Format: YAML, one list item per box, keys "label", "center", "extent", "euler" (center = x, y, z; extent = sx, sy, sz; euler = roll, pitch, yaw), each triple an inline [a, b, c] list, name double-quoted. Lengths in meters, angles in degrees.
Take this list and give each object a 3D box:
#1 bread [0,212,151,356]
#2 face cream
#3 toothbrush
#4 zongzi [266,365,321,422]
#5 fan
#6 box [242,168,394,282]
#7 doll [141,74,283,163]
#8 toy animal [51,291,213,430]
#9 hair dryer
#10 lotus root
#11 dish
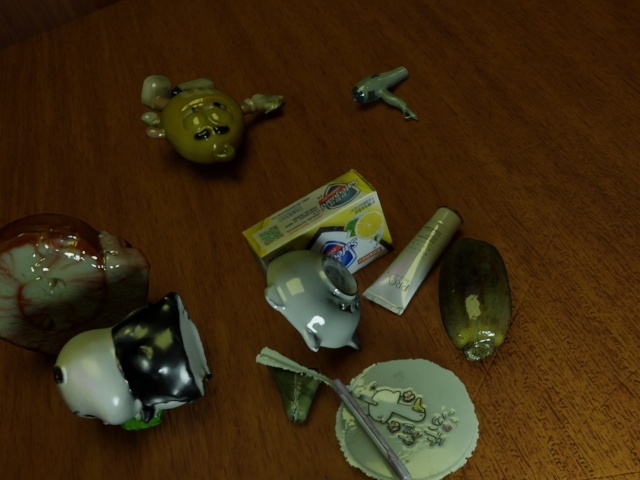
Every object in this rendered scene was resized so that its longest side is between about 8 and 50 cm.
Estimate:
- label: "bread"
  center: [-0.522, 0.097, 1.606]
  extent: [0.295, 0.328, 0.114]
  euler: [-56, 33, 23]
- label: "face cream"
  center: [0.187, 0.036, 1.567]
  extent: [0.092, 0.058, 0.243]
  euler: [25, 65, 34]
- label: "toothbrush"
  center: [0.120, 0.343, 1.257]
  extent: [0.029, 0.024, 0.354]
  euler: [-25, 49, -20]
- label: "zongzi"
  center: [-0.065, 0.266, 1.422]
  extent: [0.113, 0.052, 0.104]
  euler: [8, 45, 20]
- label: "fan"
  center: [0.070, 0.265, 1.360]
  extent: [0.415, 0.012, 0.233]
  euler: [22, 55, 26]
- label: "box"
  center: [0.000, 0.000, 1.598]
  extent: [0.265, 0.168, 0.097]
  euler: [-29, 40, -10]
- label: "doll"
  center: [-0.302, -0.330, 2.088]
  extent: [0.423, 0.161, 0.348]
  euler: [18, 41, 30]
- label: "toy animal"
  center: [-0.341, 0.241, 1.469]
  extent: [0.267, 0.212, 0.212]
  euler: [-25, 41, 3]
- label: "hair dryer"
  center: [0.197, -0.372, 1.999]
  extent: [0.199, 0.067, 0.167]
  euler: [26, 53, 28]
- label: "lotus root"
  center: [0.271, 0.095, 1.416]
  extent: [0.124, 0.123, 0.241]
  euler: [-16, 39, 20]
- label: "dish"
  center: [0.015, 0.096, 1.447]
  extent: [0.086, 0.228, 0.236]
  euler: [-43, -4, 25]
